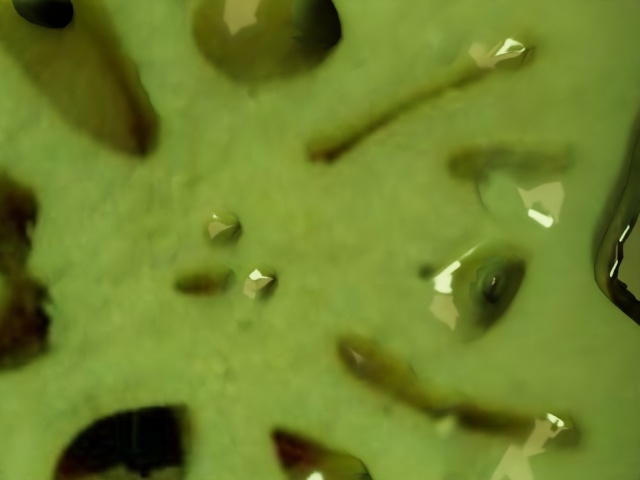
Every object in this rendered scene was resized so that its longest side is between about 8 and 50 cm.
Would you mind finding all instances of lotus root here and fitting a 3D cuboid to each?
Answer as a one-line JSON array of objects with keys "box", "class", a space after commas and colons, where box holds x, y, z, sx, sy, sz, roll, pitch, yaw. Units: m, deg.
[{"box": [-0.004, -0.002, 0.391, 0.203, 0.078, 0.183, 31, 107, 21], "class": "lotus root"}]
